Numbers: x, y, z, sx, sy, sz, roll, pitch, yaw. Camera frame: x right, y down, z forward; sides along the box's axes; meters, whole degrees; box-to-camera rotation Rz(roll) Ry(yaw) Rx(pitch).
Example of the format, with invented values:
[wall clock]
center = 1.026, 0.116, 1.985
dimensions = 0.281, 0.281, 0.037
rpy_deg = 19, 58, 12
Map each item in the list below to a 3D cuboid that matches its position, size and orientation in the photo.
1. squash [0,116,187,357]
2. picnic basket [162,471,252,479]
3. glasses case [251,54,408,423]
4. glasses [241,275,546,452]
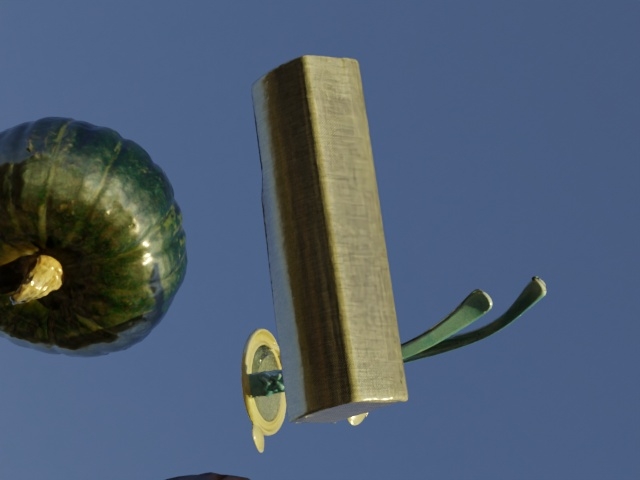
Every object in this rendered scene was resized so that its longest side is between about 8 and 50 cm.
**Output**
[squash]
center = -0.218, 0.000, 1.455
dimensions = 0.218, 0.172, 0.218
rpy_deg = -2, -77, -10
[picnic basket]
center = -0.055, 0.222, 0.504
dimensions = 0.297, 0.129, 0.222
rpy_deg = -44, -104, 5
[glasses case]
center = 0.000, 0.000, 0.978
dimensions = 0.071, 0.047, 0.205
rpy_deg = -24, -110, 50
[glasses]
center = 0.050, 0.065, 1.280
dimensions = 0.220, 0.190, 0.088
rpy_deg = -34, -104, 25
